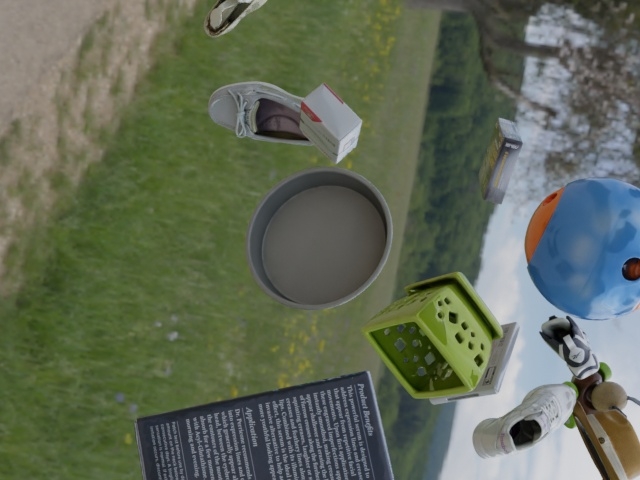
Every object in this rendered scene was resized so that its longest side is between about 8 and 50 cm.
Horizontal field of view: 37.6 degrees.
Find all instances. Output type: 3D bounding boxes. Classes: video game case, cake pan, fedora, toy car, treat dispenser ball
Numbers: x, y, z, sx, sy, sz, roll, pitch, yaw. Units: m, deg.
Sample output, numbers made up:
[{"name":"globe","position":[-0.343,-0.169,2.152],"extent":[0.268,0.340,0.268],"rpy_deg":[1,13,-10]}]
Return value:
[{"name":"video game case","position":[0.395,0.314,2.407],"extent":[0.206,0.026,0.227],"rpy_deg":[-19,-149,42]},{"name":"cake pan","position":[0.000,0.000,1.819],"extent":[0.054,0.293,0.293],"rpy_deg":[52,47,-65]},{"name":"fedora","position":[0.512,0.359,1.641],"extent":[0.194,0.079,0.194],"rpy_deg":[-24,90,-87]},{"name":"toy car","position":[0.719,0.408,2.360],"extent":[0.188,0.155,0.149],"rpy_deg":[18,-55,55]},{"name":"treat dispenser ball","position":[0.554,0.017,1.885],"extent":[0.288,0.288,0.288],"rpy_deg":[10,90,-86]}]

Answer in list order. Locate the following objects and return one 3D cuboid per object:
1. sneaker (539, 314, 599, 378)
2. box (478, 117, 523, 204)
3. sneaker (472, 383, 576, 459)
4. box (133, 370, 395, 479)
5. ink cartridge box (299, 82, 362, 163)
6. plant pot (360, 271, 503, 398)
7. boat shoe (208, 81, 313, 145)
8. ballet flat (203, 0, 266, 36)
[{"name":"sneaker","position":[0.596,0.224,2.325],"extent":[0.153,0.094,0.235],"rpy_deg":[55,15,-22]},{"name":"box","position":[0.496,-0.224,2.609],"extent":[0.231,0.056,0.183],"rpy_deg":[-74,180,-67]},{"name":"sneaker","position":[0.495,0.417,2.144],"extent":[0.152,0.305,0.114],"rpy_deg":[-23,-89,59]},{"name":"box","position":[-0.099,0.373,1.628],"extent":[0.293,0.395,0.212],"rpy_deg":[117,-37,-77]},{"name":"ink cartridge box","position":[0.018,-0.225,1.830],"extent":[0.063,0.109,0.150],"rpy_deg":[-43,173,-11]},{"name":"plant pot","position":[0.271,0.209,2.176],"extent":[0.207,0.227,0.228],"rpy_deg":[-45,-167,-33]},{"name":"boat shoe","position":[-0.102,-0.267,2.041],"extent":[0.103,0.320,0.118],"rpy_deg":[-47,150,-63]},{"name":"ballet flat","position":[-0.177,-0.519,2.022],"extent":[0.248,0.086,0.086],"rpy_deg":[-38,-150,46]}]
